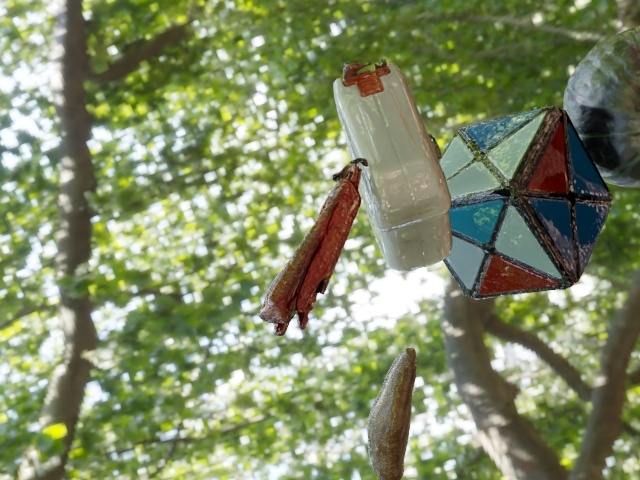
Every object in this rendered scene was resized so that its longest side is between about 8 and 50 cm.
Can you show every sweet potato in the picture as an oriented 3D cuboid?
[{"bbox_3d":[0.112,0.282,1.703,0.077,0.077,0.243,-69,-17,-69],"label":"sweet potato"}]

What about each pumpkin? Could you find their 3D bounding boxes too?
[{"bbox_3d":[0.616,-0.250,1.977,0.238,0.315,0.315,-92,-21,-67],"label":"pumpkin"}]

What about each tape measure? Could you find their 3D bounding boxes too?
[{"bbox_3d":[0.118,-0.106,1.596,0.265,0.130,0.258,72,180,-52],"label":"tape measure"}]

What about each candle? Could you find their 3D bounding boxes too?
[{"bbox_3d":[0.000,0.000,1.401,0.084,0.059,0.301,70,-141,-51],"label":"candle"}]

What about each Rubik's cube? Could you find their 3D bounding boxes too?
[{"bbox_3d":[0.352,-0.067,1.918,0.248,0.250,0.246,52,-128,-24],"label":"Rubik's cube"}]
